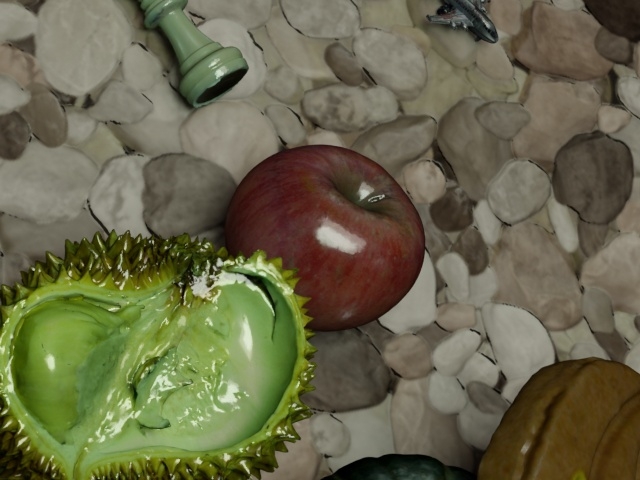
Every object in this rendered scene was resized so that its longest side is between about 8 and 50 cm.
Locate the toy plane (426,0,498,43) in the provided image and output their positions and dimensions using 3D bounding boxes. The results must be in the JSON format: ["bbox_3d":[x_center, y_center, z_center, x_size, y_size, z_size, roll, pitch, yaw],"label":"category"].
[{"bbox_3d":[0.130,-0.209,1.234,0.083,0.031,0.078,48,60,-4],"label":"toy plane"}]

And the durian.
[{"bbox_3d":[-0.126,0.090,0.930,0.237,0.176,0.200,-14,92,-22],"label":"durian"}]

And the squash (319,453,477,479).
[{"bbox_3d":[0.054,0.260,0.962,0.218,0.172,0.218,5,78,-24],"label":"squash"}]

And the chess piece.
[{"bbox_3d":[-0.122,-0.180,1.095,0.059,0.059,0.149,-33,82,-30],"label":"chess piece"}]

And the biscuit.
[{"bbox_3d":[0.242,0.253,0.970,0.394,0.070,0.350,44,54,-33],"label":"biscuit"}]

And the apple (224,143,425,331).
[{"bbox_3d":[0.000,0.000,1.041,0.153,0.120,0.153,24,34,-17],"label":"apple"}]
